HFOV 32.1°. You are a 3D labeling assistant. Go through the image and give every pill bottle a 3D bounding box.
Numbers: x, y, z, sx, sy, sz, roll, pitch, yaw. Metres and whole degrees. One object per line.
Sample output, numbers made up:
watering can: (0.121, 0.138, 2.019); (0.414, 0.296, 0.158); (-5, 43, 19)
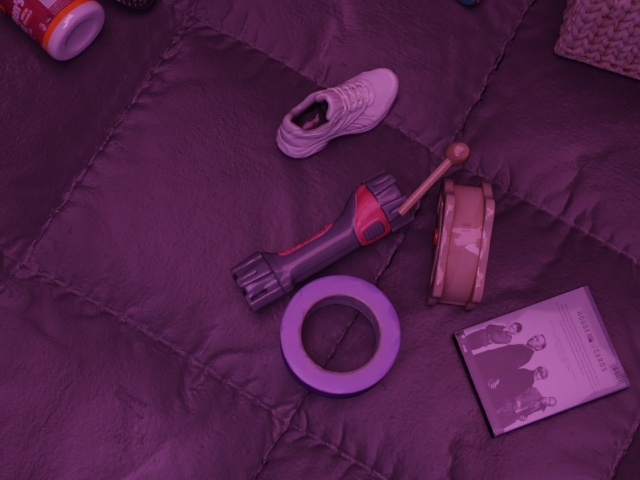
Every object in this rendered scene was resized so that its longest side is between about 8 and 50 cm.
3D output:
pill bottle: (-0.478, -0.415, 1.865); (0.221, 0.121, 0.121); (43, 78, 8)

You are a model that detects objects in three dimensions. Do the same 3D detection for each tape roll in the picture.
tape roll: (0.030, 0.154, 1.761); (0.189, 0.080, 0.189); (1, 76, -3)

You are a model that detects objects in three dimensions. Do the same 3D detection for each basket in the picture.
basket: (0.566, -0.460, 1.808); (0.266, 0.331, 0.328); (15, 75, 4)

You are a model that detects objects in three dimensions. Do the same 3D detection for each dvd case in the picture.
dvd case: (0.354, 0.193, 1.788); (0.239, 0.029, 0.179); (-19, 77, -7)

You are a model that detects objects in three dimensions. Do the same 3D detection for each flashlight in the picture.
flashlight: (0.000, 0.000, 1.795); (0.304, 0.103, 0.103); (-29, 83, -4)

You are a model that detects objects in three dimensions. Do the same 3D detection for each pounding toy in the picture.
pounding toy: (0.193, -0.026, 1.788); (0.155, 0.154, 0.269); (7, 95, 0)

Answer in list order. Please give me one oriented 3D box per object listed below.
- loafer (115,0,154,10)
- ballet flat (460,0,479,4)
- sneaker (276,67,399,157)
loafer: (-0.376, -0.474, 1.907); (0.220, 0.078, 0.080); (35, 92, -11)
ballet flat: (0.224, -0.503, 1.893); (0.221, 0.077, 0.079); (49, 67, -32)
sneaker: (0.035, -0.219, 1.836); (0.232, 0.115, 0.090); (-33, 79, -9)
